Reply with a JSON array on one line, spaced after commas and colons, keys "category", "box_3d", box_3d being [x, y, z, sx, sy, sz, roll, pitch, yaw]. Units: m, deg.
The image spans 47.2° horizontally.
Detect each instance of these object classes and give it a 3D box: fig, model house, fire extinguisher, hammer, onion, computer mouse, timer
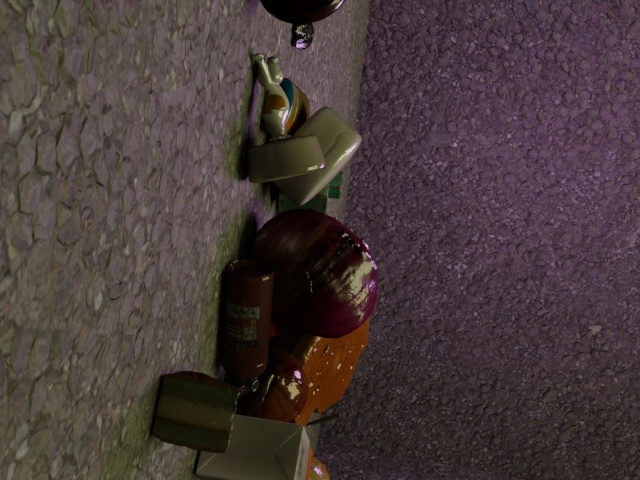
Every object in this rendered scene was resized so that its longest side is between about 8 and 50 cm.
[{"category": "fig", "box_3d": [-0.126, 0.359, 1.781, 0.205, 0.205, 0.205, 9, 90, -83]}, {"category": "model house", "box_3d": [-0.030, -0.153, 2.001, 0.206, 0.178, 0.271, -78, 178, -71]}, {"category": "fire extinguisher", "box_3d": [-0.179, 0.217, 1.616, 0.147, 0.106, 0.337, -13, 116, -46]}, {"category": "hammer", "box_3d": [-0.083, 0.534, 2.070, 0.058, 0.292, 0.029, 92, -20, -44]}, {"category": "onion", "box_3d": [-0.057, 0.119, 1.773, 0.385, 0.348, 0.348, -43, 161, -14]}, {"category": "computer mouse", "box_3d": [-0.043, -0.546, 1.944, 0.135, 0.047, 0.079, -60, 156, -66]}, {"category": "timer", "box_3d": [-0.096, -0.271, 1.596, 0.175, 0.175, 0.266, -50, 130, -76]}]

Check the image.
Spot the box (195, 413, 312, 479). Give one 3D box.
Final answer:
[{"category": "box", "box_3d": [-0.142, 0.523, 1.725, 0.341, 0.225, 0.143, 84, 15, -63]}]

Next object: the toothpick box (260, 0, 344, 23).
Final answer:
[{"category": "toothpick box", "box_3d": [-0.046, -0.548, 1.388, 0.294, 0.192, 0.192, 68, 31, -66]}]

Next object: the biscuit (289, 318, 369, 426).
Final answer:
[{"category": "biscuit", "box_3d": [0.020, 0.329, 2.070, 0.455, 0.078, 0.349, -20, 130, -59]}]

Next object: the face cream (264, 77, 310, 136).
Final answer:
[{"category": "face cream", "box_3d": [-0.081, -0.317, 1.824, 0.285, 0.067, 0.139, -18, 122, -82]}]

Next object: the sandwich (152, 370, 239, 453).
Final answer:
[{"category": "sandwich", "box_3d": [-0.203, 0.302, 1.309, 0.187, 0.144, 0.117, 54, 48, -79]}]

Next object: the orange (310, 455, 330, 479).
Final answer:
[{"category": "orange", "box_3d": [-0.099, 0.816, 2.274, 0.329, 0.249, 0.329, 8, 90, -89]}]

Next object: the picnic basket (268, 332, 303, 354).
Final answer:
[{"category": "picnic basket", "box_3d": [-0.085, 0.325, 2.180, 0.139, 0.165, 0.266, -71, 168, -59]}]

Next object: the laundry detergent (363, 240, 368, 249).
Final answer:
[{"category": "laundry detergent", "box_3d": [0.000, 0.000, 2.101, 0.335, 0.159, 0.087, 30, -55, 59]}]

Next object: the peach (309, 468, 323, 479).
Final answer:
[{"category": "peach", "box_3d": [-0.115, 0.759, 1.971, 0.314, 0.282, 0.315, -61, 154, -50]}]

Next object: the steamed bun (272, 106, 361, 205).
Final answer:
[{"category": "steamed bun", "box_3d": [-0.014, -0.213, 1.834, 0.241, 0.146, 0.164, -48, -179, -9]}]
